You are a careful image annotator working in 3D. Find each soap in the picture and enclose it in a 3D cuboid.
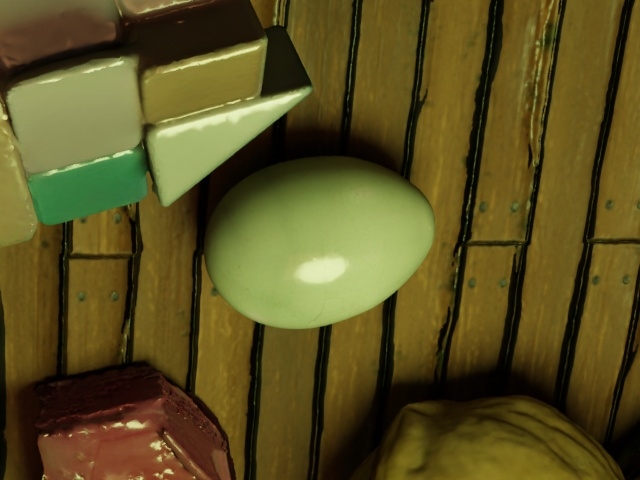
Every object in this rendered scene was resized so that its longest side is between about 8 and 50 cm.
[{"bbox_3d":[-0.167,0.263,1.711,0.182,0.112,0.289,-7,121,0],"label":"soap"}]

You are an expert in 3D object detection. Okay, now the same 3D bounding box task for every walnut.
[{"bbox_3d":[0.165,0.307,1.688,0.306,0.306,0.344,-28,95,5],"label":"walnut"}]

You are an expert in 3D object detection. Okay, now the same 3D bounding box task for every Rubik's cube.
[{"bbox_3d":[-0.213,-0.189,1.319,0.358,0.387,0.368,-14,102,-7],"label":"Rubik's cube"}]

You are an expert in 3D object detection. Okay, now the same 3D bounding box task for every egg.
[{"bbox_3d":[0.000,0.000,1.569,0.209,0.151,0.151,-10,120,-6],"label":"egg"}]

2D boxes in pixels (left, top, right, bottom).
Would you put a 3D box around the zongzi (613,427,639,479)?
[{"bbox_3d":[0.389,0.134,1.740,0.286,0.138,0.300,-20,107,10],"label":"zongzi"}]
